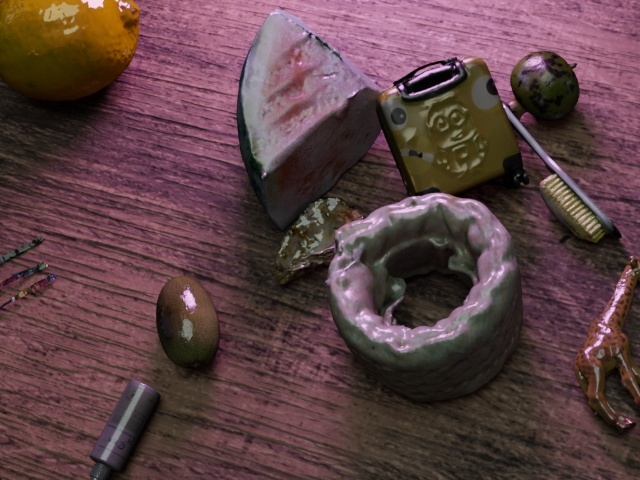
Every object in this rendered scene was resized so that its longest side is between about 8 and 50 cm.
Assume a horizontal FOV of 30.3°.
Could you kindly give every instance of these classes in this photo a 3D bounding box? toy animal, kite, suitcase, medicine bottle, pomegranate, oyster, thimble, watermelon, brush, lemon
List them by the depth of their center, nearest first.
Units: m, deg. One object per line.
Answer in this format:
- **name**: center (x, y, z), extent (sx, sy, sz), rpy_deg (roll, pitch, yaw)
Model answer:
- **toy animal**: center (0.446, 0.152, 1.752), extent (0.149, 0.054, 0.275), rpy_deg (-6, 62, 6)
- **thimble**: center (0.153, 0.084, 1.766), extent (0.292, 0.195, 0.291), rpy_deg (-6, 58, 10)
- **medicine bottle**: center (-0.316, 0.314, 1.820), extent (0.058, 0.057, 0.199), rpy_deg (20, 68, 20)
- **brush**: center (0.361, -0.099, 1.880), extent (0.060, 0.068, 0.297), rpy_deg (-39, 69, 5)
- **suitcase**: center (0.204, -0.167, 1.889), extent (0.194, 0.143, 0.234), rpy_deg (-22, 92, -1)
- **oyster**: center (-0.007, 0.005, 1.917), extent (0.105, 0.056, 0.177), rpy_deg (27, 71, 29)
- **pomegranate**: center (0.354, -0.241, 1.945), extent (0.161, 0.122, 0.122), rpy_deg (-42, 59, 23)
- **watermelon**: center (-0.007, -0.220, 1.959), extent (0.258, 0.228, 0.387), rpy_deg (3, 69, 2)
- **kite**: center (-0.585, 0.094, 2.010), extent (0.285, 0.015, 0.152), rpy_deg (-30, 62, -4)
- **lemon**: center (-0.456, -0.363, 2.099), extent (0.263, 0.236, 0.235), rpy_deg (6, 63, -7)

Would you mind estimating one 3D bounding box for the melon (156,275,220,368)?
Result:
- **melon**: center (-0.211, 0.127, 1.872), extent (0.099, 0.099, 0.162), rpy_deg (-18, 58, 2)
